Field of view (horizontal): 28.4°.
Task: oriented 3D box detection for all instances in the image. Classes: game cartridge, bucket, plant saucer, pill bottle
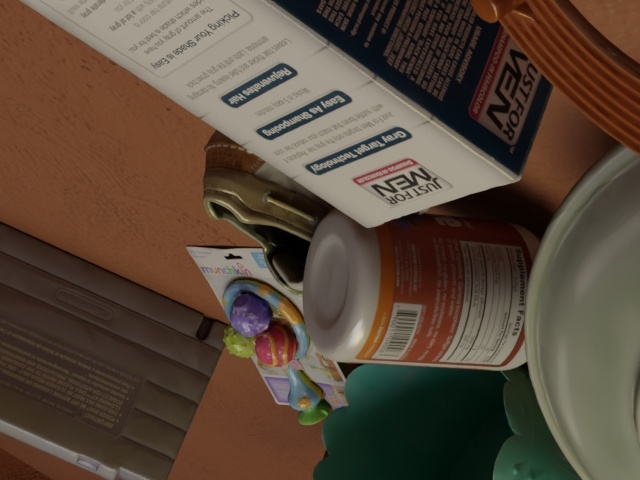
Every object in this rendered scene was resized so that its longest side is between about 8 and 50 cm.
[{"bbox_3d":[-0.312,0.136,1.522,0.355,0.230,0.068,25,158,-5],"label":"game cartridge"},{"bbox_3d":[0.144,0.236,1.286,0.183,0.281,0.281,31,156,-30],"label":"bucket"},{"bbox_3d":[0.309,0.099,0.778,0.400,0.100,0.400,13,122,22],"label":"plant saucer"},{"bbox_3d":[0.104,0.041,1.000,0.216,0.121,0.121,6,165,-23],"label":"pill bottle"}]

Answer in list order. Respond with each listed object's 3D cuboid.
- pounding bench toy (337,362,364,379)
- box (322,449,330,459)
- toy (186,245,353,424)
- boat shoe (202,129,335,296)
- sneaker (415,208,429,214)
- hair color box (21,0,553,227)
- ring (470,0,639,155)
[{"bbox_3d":[0.014,0.146,1.470,0.065,0.052,0.083,30,156,-18],"label":"pounding bench toy"},{"bbox_3d":[0.030,0.402,1.585,0.097,0.395,0.318,22,159,-4],"label":"box"},{"bbox_3d":[-0.058,0.112,1.374,0.137,0.056,0.237,0,132,41],"label":"toy"},{"bbox_3d":[0.000,0.000,1.090,0.113,0.103,0.302,0,149,43],"label":"boat shoe"},{"bbox_3d":[0.093,-0.053,0.932,0.134,0.070,0.051,-5,143,47],"label":"sneaker"},{"bbox_3d":[-0.039,-0.149,0.791,0.347,0.105,0.174,33,156,-22],"label":"hair color box"},{"bbox_3d":[0.137,-0.141,0.544,0.336,0.032,0.336,45,162,19],"label":"ring"}]
